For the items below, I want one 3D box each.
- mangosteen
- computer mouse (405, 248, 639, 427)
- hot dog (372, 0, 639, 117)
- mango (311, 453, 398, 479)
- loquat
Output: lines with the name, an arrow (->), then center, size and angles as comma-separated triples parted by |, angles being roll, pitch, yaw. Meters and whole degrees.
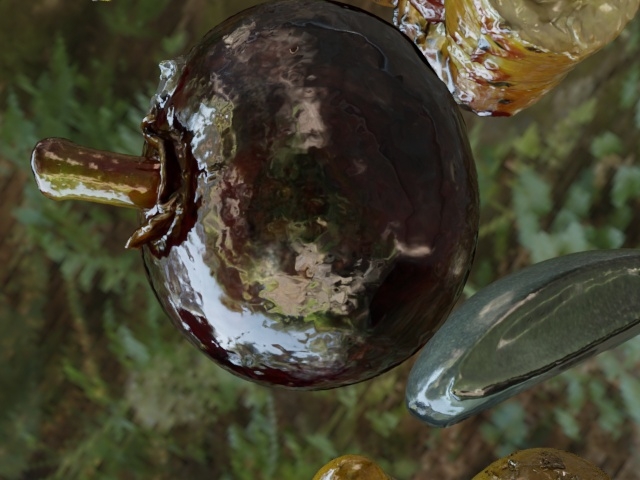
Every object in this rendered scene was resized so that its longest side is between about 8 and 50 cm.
mangosteen -> -0.039, -0.029, 0.977 | 0.261, 0.235, 0.235 | 4, -163, -25
computer mouse -> 0.246, 0.076, 1.737 | 0.114, 0.374, 0.203 | 64, 160, 12
hot dog -> 0.129, -0.299, 1.656 | 0.367, 0.196, 0.365 | 56, 169, 4
mango -> 0.070, 0.337, 1.892 | 0.262, 0.157, 0.109 | 66, -147, -26
loquat -> 0.267, 0.362, 1.980 | 0.235, 0.235, 0.235 | 33, -176, -3
